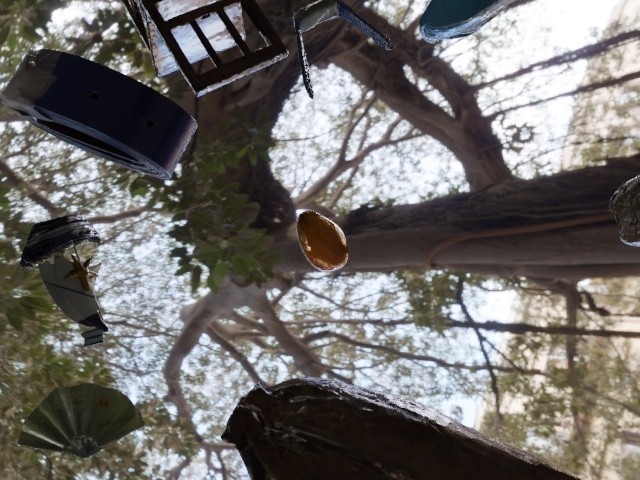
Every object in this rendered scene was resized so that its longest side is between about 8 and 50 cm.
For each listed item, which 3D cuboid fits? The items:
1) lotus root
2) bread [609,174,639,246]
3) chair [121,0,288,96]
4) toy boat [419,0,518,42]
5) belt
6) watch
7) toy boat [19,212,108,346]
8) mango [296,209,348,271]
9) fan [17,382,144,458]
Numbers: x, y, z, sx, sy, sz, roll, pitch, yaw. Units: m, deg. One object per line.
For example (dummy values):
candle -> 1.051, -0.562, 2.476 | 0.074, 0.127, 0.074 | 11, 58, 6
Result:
lotus root -> 0.099, 0.164, 0.379 | 0.329, 0.167, 0.078 | 29, -76, -5
bread -> 0.624, -0.065, 0.833 | 0.416, 0.165, 0.113 | -4, -107, -17
chair -> -0.237, -0.412, 1.136 | 0.203, 0.240, 0.416 | -27, -104, -14
toy boat -> 0.213, -0.328, 0.823 | 0.077, 0.185, 0.075 | -6, -104, -49
belt -> -0.390, -0.220, 1.044 | 0.117, 0.347, 0.212 | -65, -20, -9
watch -> 0.007, -0.530, 1.611 | 0.276, 0.274, 0.068 | -33, -27, -12
toy boat -> -0.538, 0.092, 1.297 | 0.220, 0.067, 0.291 | -31, -71, -64
mango -> 0.000, 0.000, 1.714 | 0.219, 0.112, 0.145 | 50, -137, -34
fan -> -0.430, 0.321, 1.057 | 0.240, 0.009, 0.131 | -11, -100, 5
